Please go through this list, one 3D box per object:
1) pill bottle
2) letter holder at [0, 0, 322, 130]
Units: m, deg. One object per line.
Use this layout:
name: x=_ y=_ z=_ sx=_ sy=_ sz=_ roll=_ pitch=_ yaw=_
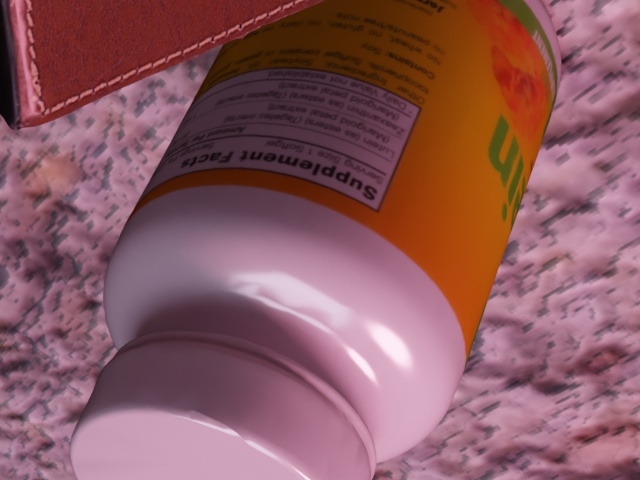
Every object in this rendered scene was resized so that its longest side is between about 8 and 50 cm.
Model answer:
pill bottle: x=0.000 y=0.000 z=0.620 sx=0.136 sy=0.245 sz=0.136 roll=14 pitch=141 yaw=12
letter holder: x=-0.049 y=-0.224 z=0.467 sx=0.152 sy=0.214 sz=0.302 roll=38 pitch=142 yaw=35
